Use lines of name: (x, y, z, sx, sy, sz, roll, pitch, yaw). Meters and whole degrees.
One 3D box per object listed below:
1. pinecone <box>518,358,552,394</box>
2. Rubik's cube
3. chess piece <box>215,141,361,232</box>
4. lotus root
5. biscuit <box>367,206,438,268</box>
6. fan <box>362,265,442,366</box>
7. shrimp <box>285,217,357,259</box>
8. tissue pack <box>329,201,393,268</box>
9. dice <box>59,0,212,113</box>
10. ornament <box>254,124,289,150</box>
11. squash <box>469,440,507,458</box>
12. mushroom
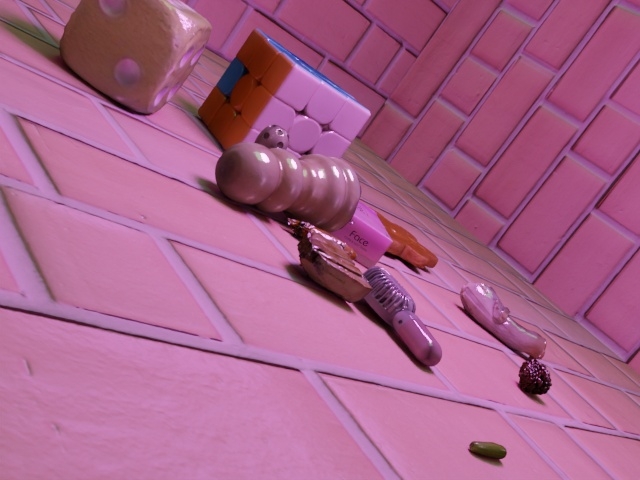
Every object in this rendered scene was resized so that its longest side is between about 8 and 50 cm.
pinecone: (0.484, 0.309, 1.793, 0.083, 0.077, 0.077, 29, 14, -28)
Rubik's cube: (-0.102, -0.335, 2.125, 0.290, 0.291, 0.291, 26, 17, -38)
chess piece: (-0.081, -0.122, 1.705, 0.330, 0.182, 0.182, 11, 27, -50)
lotus root: (0.007, 0.049, 1.500, 0.144, 0.070, 0.143, 31, 18, -39)
biscuit: (0.187, -0.012, 2.248, 0.355, 0.052, 0.275, 19, 20, -50)
fan: (0.152, 0.147, 1.532, 0.130, 0.074, 0.244, 39, 11, -46)
shrimp: (0.000, 0.000, 1.740, 0.190, 0.042, 0.101, 28, -6, -30)
tissue pack: (0.077, -0.039, 1.956, 0.148, 0.092, 0.246, 33, 12, -17)
dice: (-0.415, -0.450, 1.800, 0.254, 0.250, 0.252, 34, 12, -6)
ornament: (-0.132, -0.194, 1.824, 0.075, 0.156, 0.081, 36, 13, -4)
squash: (0.264, 0.328, 1.250, 0.089, 0.027, 0.027, 21, 19, -44)
mushroom: (0.482, 0.215, 2.119, 0.278, 0.099, 0.096, 43, 27, 11)
